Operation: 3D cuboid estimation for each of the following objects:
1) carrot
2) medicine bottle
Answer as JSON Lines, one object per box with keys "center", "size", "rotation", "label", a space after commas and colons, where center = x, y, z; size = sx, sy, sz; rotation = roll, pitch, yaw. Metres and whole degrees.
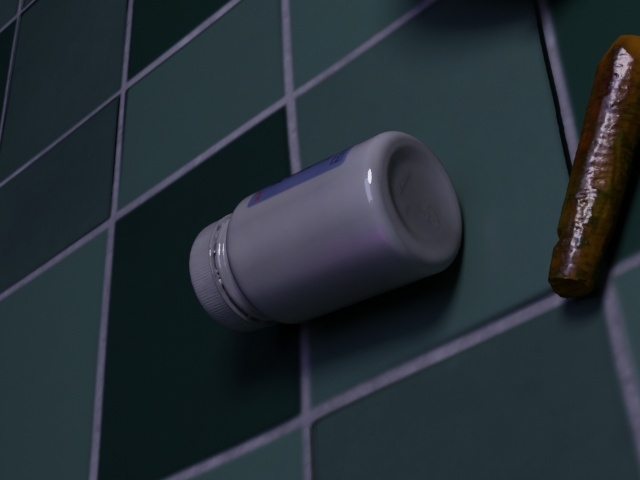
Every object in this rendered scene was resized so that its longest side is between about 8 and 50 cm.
{"center": [0.174, -0.046, 0.687], "size": [0.042, 0.042, 0.170], "rotation": [1, 67, 48], "label": "carrot"}
{"center": [0.000, 0.000, 0.799], "size": [0.187, 0.103, 0.102], "rotation": [-23, 50, 38], "label": "medicine bottle"}
